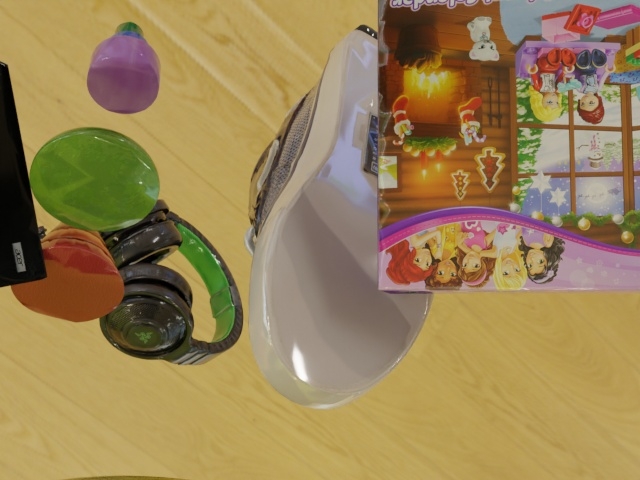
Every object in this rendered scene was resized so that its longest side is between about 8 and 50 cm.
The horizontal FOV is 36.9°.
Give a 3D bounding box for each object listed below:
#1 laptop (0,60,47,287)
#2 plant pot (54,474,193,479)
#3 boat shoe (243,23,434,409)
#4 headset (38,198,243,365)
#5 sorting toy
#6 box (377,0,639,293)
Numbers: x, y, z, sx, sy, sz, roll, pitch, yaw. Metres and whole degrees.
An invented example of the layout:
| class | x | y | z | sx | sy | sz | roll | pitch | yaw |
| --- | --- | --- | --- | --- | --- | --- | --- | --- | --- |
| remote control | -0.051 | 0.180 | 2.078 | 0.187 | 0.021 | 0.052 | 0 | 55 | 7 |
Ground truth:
| class | x | y | z | sx | sy | sz | roll | pitch | yaw |
| --- | --- | --- | --- | --- | --- | --- | --- | --- | --- |
| laptop | -0.441 | -0.064 | 0.989 | 0.136 | 0.264 | 0.234 | -29 | 120 | -51 |
| plant pot | -0.177 | 0.279 | 0.621 | 0.212 | 0.187 | 0.212 | -43 | 127 | -41 |
| boat shoe | 0.000 | 0.000 | 0.716 | 0.127 | 0.158 | 0.341 | 30 | 47 | -13 |
| headset | -0.279 | 0.060 | 1.378 | 0.185 | 0.243 | 0.394 | -32 | 146 | 23 |
| sorting toy | -0.236 | -0.077 | 1.008 | 0.127 | 0.126 | 0.366 | 13 | 130 | -16 |
| box | 0.180 | -0.069 | 0.563 | 0.293 | 0.057 | 0.201 | -1 | 85 | 11 |
